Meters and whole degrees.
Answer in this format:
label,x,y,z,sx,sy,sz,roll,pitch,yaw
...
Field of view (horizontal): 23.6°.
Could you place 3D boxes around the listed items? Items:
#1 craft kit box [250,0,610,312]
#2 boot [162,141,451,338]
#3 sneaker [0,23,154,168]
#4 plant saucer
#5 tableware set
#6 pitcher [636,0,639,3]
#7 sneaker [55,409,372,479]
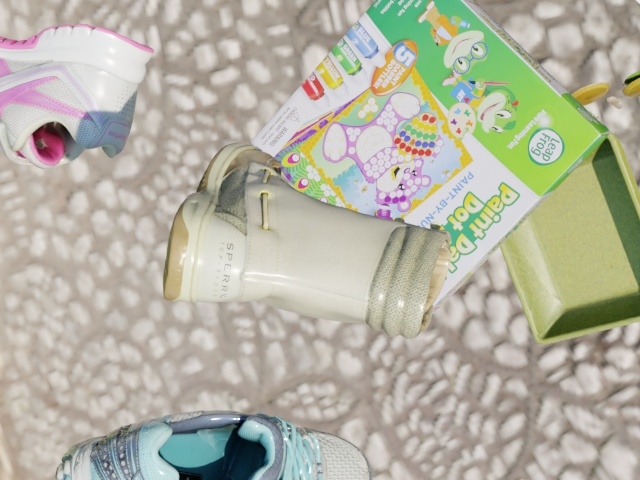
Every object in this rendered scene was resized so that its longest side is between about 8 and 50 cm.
label,x,y,z,sx,sy,sz,roll,pitch,yaw
craft kit box,0.100,-0.098,1.463,0.246,0.061,0.250,45,108,8
boot,0.000,0.000,0.968,0.165,0.213,0.077,10,107,4
sneaker,-0.261,-0.118,1.321,0.252,0.103,0.111,0,80,35
plant saucer,0.265,-0.004,1.537,0.188,0.045,0.188,-20,92,49
tableware set,0.297,-0.159,1.609,0.154,0.104,0.024,-27,71,23
pitcher,0.446,-0.315,1.807,0.125,0.207,0.177,-28,111,36
sneaker,-0.052,0.183,1.164,0.122,0.283,0.110,-34,63,40
